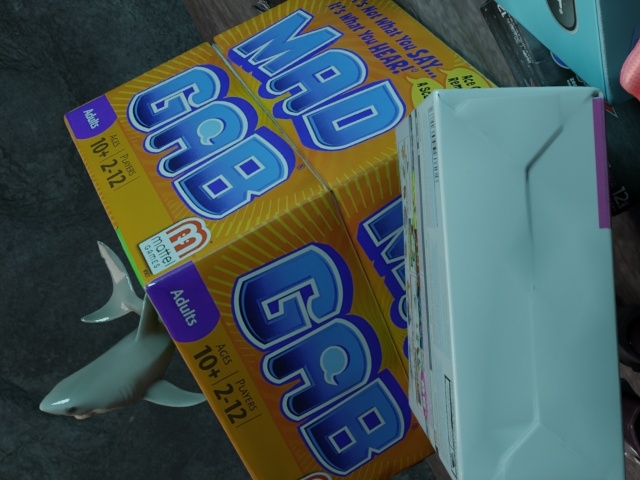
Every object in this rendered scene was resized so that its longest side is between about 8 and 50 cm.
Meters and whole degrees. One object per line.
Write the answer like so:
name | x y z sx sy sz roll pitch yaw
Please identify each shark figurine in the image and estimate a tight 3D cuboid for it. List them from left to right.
shark figurine | -0.199 0.090 1.296 0.278 0.166 0.116 -91 4 -65

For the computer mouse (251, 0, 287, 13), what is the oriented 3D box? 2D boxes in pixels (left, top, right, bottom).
computer mouse | -0.039 -0.292 1.346 0.188 0.072 0.272 36 164 21

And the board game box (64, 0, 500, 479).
board game box | 0.000 0.000 1.233 0.356 0.356 0.356 53 169 52

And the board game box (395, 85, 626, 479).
board game box | 0.109 0.024 0.767 0.303 0.098 0.223 -123 30 -87

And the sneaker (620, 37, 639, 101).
sneaker | 0.186 -0.096 0.373 0.116 0.136 0.314 60 173 10

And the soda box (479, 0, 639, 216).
soda box | 0.174 -0.101 0.805 0.168 0.053 0.060 63 174 -4

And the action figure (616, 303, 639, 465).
action figure | 0.191 0.100 0.982 0.099 0.185 0.285 40 169 -28

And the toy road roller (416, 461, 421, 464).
toy road roller | 0.118 0.141 1.661 0.329 0.203 0.240 44 150 54

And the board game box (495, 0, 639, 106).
board game box | 0.089 -0.269 0.661 0.336 0.079 0.253 55 171 43
